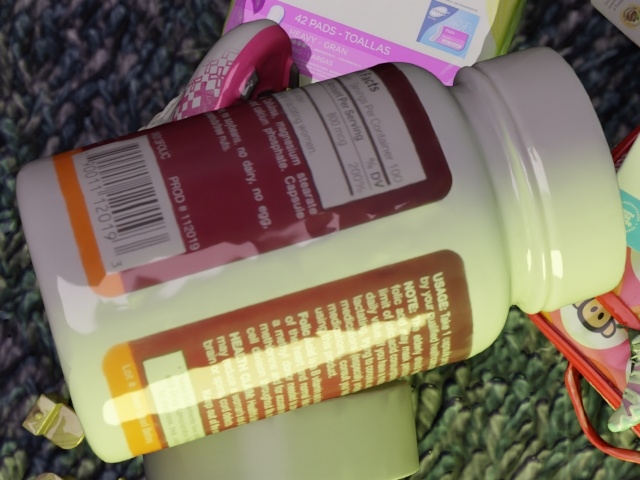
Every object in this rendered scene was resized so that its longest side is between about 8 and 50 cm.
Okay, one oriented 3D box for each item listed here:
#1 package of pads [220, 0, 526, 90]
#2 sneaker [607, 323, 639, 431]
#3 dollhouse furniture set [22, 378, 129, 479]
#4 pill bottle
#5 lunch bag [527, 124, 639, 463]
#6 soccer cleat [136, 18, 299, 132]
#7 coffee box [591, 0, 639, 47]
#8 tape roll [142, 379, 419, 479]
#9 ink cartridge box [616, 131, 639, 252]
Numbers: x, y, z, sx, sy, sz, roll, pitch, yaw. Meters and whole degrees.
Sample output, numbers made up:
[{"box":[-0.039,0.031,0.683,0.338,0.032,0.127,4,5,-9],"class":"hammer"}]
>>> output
[{"box":[0.061,-0.236,1.356,0.229,0.101,0.296,22,93,10],"class":"package of pads"},{"box":[0.241,0.094,1.237,0.098,0.038,0.069,-42,76,16],"class":"sneaker"},{"box":[-0.190,0.181,1.383,0.144,0.123,0.151,35,95,10],"class":"dollhouse furniture set"},{"box":[0.000,0.000,1.168,0.392,0.224,0.224,-16,85,-7],"class":"pill bottle"},{"box":[0.301,0.064,1.298,0.293,0.120,0.258,46,101,11],"class":"lunch bag"},{"box":[-0.131,-0.052,1.337,0.143,0.116,0.331,34,121,19],"class":"soccer cleat"},{"box":[0.350,-0.154,1.262,0.246,0.141,0.098,44,130,10],"class":"coffee box"},{"box":[-0.033,0.159,1.304,0.219,0.219,0.072,-8,88,11],"class":"tape roll"},{"box":[0.286,-0.067,1.188,0.104,0.060,0.180,32,112,14],"class":"ink cartridge box"}]
